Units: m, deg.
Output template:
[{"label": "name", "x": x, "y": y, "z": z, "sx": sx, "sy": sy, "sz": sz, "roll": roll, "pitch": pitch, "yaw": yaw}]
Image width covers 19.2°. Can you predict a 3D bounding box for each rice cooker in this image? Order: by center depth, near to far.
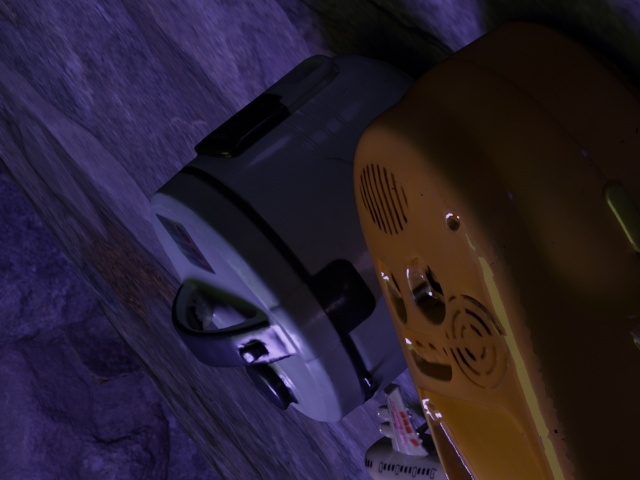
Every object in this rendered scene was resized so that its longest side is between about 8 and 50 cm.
[{"label": "rice cooker", "x": 0.000, "y": 0.000, "z": 1.352, "sx": 0.226, "sy": 0.244, "sz": 0.226, "roll": 45, "pitch": 167, "yaw": 13}]

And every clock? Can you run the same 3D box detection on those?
[{"label": "clock", "x": 0.142, "y": 0.033, "z": 1.138, "sx": 0.317, "sy": 0.200, "sz": 0.244, "roll": 63, "pitch": 161, "yaw": -11}]

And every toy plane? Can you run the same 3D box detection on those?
[{"label": "toy plane", "x": 0.113, "y": 0.217, "z": 1.829, "sx": 0.229, "sy": 0.092, "sz": 0.244, "roll": 54, "pitch": 166, "yaw": -17}]
